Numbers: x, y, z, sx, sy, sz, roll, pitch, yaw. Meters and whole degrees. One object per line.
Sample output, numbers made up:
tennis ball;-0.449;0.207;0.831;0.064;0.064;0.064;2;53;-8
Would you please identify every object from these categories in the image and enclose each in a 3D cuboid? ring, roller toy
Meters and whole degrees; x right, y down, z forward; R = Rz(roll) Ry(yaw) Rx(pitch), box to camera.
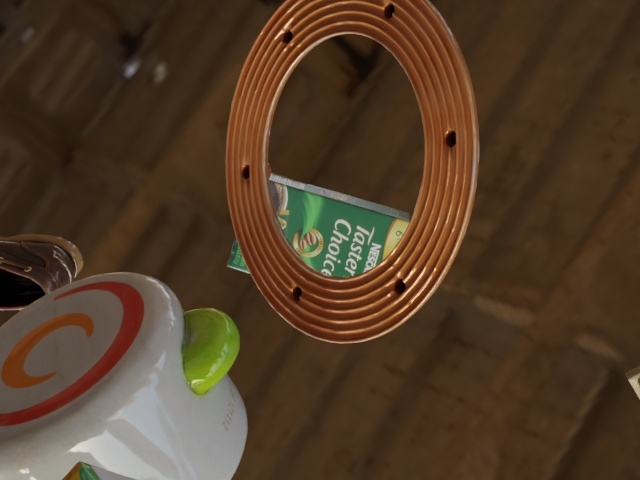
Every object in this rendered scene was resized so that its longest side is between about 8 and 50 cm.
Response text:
ring;0.026;-0.076;1.518;0.337;0.032;0.336;0;-90;49
roller toy;-0.157;0.132;1.208;0.209;0.146;0.191;7;-134;47

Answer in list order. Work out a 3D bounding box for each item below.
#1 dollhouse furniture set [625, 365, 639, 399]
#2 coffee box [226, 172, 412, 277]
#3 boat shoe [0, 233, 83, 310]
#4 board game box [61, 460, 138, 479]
dollhouse furniture set;0.493;0.100;1.701;0.356;0.303;0.173;-27;-137;8
coffee box;0.000;0.000;1.869;0.040;0.184;0.113;-77;-175;-76
boat shoe;-0.338;0.033;1.665;0.207;0.073;0.073;-4;-146;27
board game box;-0.051;0.204;0.976;0.039;0.259;0.124;-50;-135;16
